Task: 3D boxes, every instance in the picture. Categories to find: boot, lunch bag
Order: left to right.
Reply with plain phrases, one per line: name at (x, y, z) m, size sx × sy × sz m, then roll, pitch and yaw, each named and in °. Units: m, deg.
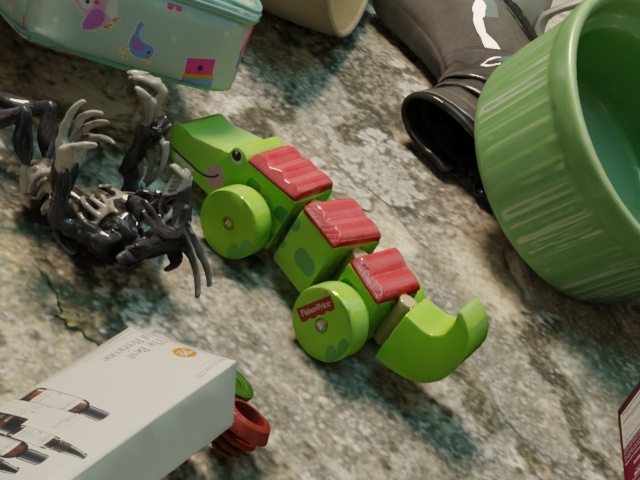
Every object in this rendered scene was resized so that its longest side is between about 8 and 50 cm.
lunch bag at (-0.188, -0.233, 1.654) m, size 0.224 × 0.107 × 0.279 m, roll 12°, pitch 18°, yaw -31°
boot at (0.149, -0.175, 1.928) m, size 0.338 × 0.118 × 0.223 m, roll 38°, pitch 37°, yaw 19°

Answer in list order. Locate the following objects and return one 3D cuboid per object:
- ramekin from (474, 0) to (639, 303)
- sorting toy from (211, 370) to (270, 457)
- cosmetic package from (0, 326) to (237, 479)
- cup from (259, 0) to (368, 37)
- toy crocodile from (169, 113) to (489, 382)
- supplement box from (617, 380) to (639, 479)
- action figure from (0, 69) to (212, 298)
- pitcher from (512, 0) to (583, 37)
ramekin at (0.291, -0.084, 1.786) m, size 0.303 × 0.148 × 0.303 m, roll 21°, pitch 57°, yaw -37°
sorting toy at (-0.078, 0.130, 1.386) m, size 0.061 × 0.042 × 0.102 m, roll 29°, pitch 16°, yaw -34°
cosmetic package at (-0.160, 0.136, 1.252) m, size 0.099 × 0.060 × 0.239 m, roll 18°, pitch 26°, yaw 23°
cup at (-0.063, -0.395, 1.905) m, size 0.237 × 0.331 × 0.331 m, roll 10°, pitch 30°, yaw 10°
toy crocodile at (0.000, 0.000, 1.562) m, size 0.340 × 0.105 × 0.115 m, roll 46°, pitch 35°, yaw 23°
supplement box at (0.328, 0.200, 1.581) m, size 0.104 × 0.081 × 0.188 m, roll 24°, pitch 33°, yaw -11°
action figure at (-0.190, -0.067, 1.468) m, size 0.276 × 0.141 × 0.164 m, roll 30°, pitch 20°, yaw 2°
pitcher at (0.234, -0.290, 2.060) m, size 0.125 × 0.207 × 0.178 m, roll -14°, pitch 54°, yaw -49°
